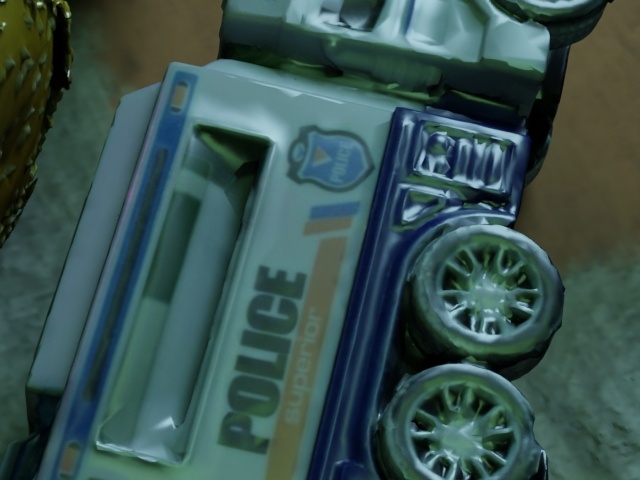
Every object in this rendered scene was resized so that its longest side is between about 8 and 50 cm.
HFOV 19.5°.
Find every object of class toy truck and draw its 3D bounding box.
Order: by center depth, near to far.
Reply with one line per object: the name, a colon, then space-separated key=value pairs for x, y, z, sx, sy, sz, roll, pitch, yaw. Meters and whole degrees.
toy truck: x=0.000 y=0.000 z=0.613 sx=0.155 sy=0.124 sz=0.268 roll=13 pitch=60 yaw=0

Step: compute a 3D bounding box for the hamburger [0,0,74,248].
hamburger: x=-0.151 y=-0.031 z=0.556 sx=0.118 sy=0.191 sz=0.182 roll=18 pitch=87 yaw=7
